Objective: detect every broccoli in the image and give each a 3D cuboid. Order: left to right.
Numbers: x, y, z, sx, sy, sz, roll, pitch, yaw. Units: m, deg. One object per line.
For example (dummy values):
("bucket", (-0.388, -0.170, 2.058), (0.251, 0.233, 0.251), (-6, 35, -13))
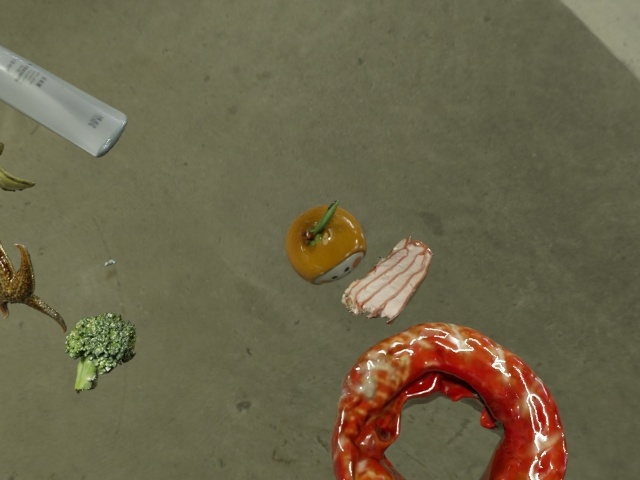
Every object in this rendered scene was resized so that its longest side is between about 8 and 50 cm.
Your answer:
("broccoli", (-0.244, 0.125, 0.590), (0.096, 0.095, 0.092), (6, 80, 19))

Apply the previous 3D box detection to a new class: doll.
("doll", (0.000, 0.000, 1.343), (0.213, 0.236, 0.214), (-6, 72, 18))

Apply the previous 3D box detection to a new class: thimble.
("thimble", (0.197, 0.317, 0.839), (0.349, 0.231, 0.351), (-6, 61, 12))

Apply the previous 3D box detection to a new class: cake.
("cake", (0.126, 0.074, 0.956), (0.098, 0.287, 0.135), (35, 114, 13))

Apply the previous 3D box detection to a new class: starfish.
("starfish", (-0.542, 0.085, 0.944), (0.238, 0.213, 0.057), (51, 38, -17))

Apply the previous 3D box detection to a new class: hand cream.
("hand cream", (-0.357, -0.189, 0.624), (0.255, 0.048, 0.080), (31, 56, -18))

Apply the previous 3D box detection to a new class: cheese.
("cheese", (-0.449, -0.104, 0.747), (0.041, 0.060, 0.084), (-37, 115, -33))

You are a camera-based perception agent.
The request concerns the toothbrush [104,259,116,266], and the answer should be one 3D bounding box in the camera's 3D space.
("toothbrush", (-0.490, 0.053, 1.229), (0.013, 0.131, 0.011), (23, 85, -13))
